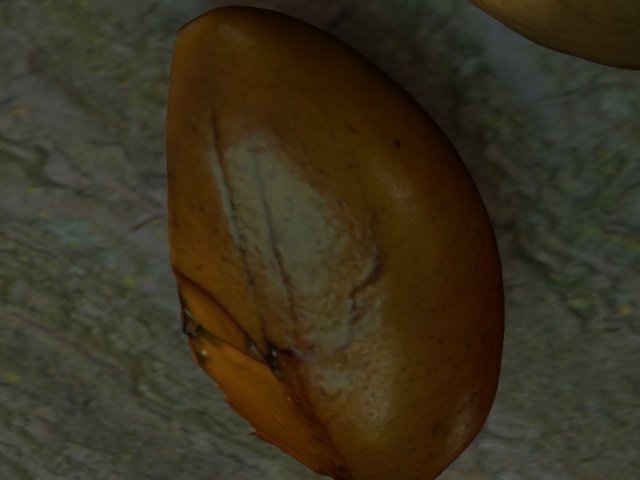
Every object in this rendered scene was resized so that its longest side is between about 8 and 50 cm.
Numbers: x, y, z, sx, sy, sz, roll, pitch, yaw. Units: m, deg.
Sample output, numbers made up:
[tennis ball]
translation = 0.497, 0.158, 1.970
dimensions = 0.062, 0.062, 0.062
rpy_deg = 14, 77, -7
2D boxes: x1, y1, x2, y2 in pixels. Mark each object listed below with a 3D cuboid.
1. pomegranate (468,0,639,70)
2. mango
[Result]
[pomegranate]
translation = 0.140, -0.225, 0.731
dimensions = 0.319, 0.319, 0.319
rpy_deg = 11, 141, 9
[mango]
translation = 0.000, 0.000, 1.152
dimensions = 0.199, 0.201, 0.350
rpy_deg = -23, 126, -7
